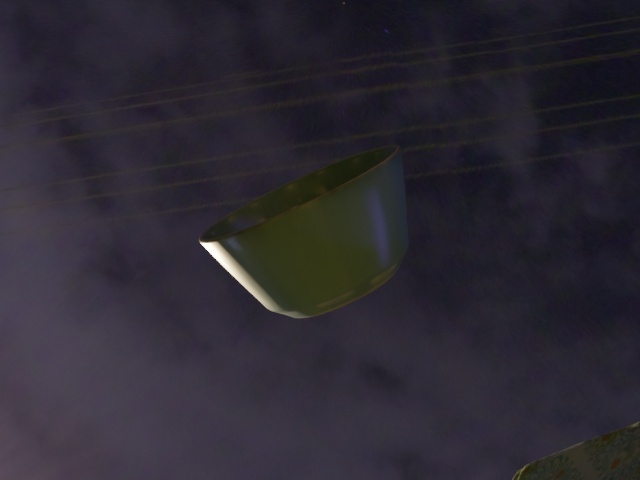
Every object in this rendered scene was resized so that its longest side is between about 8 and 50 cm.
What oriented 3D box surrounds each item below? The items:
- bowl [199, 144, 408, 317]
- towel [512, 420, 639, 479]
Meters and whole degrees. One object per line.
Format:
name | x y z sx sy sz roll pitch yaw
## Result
bowl | 0.000 0.000 1.303 0.312 0.311 0.163 -23 -79 7
towel | 0.400 0.397 1.316 0.090 0.320 0.374 49 -49 -8
